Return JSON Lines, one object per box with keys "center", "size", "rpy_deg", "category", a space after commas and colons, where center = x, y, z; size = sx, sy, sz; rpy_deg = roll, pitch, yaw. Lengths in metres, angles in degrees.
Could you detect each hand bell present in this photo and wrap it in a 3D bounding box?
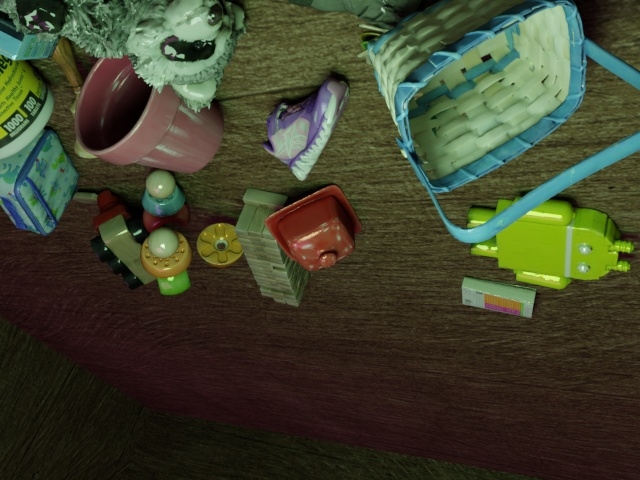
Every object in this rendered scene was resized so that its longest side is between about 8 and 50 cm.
{"center": [-0.419, -0.273, 1.275], "size": [0.126, 0.126, 0.242], "rpy_deg": [6, 138, 25], "category": "hand bell"}

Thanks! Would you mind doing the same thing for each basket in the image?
{"center": [0.203, -0.155, 0.828], "size": [0.255, 0.289, 0.201], "rpy_deg": [-29, 135, 3], "category": "basket"}

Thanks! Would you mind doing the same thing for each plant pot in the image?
{"center": [-0.262, -0.199, 1.202], "size": [0.201, 0.201, 0.180], "rpy_deg": [-4, 160, 38], "category": "plant pot"}

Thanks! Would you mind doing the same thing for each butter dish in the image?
{"center": [0.000, 0.000, 1.406], "size": [0.160, 0.118, 0.160], "rpy_deg": [-26, 140, 7], "category": "butter dish"}

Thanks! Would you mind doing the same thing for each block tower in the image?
{"center": [-0.098, 0.025, 1.592], "size": [0.091, 0.097, 0.335], "rpy_deg": [11, 150, 15], "category": "block tower"}

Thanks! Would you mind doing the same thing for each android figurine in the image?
{"center": [0.390, 0.005, 1.278], "size": [0.273, 0.056, 0.248], "rpy_deg": [11, 151, 21], "category": "android figurine"}

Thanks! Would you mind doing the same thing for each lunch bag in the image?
{"center": [-0.597, -0.121, 1.560], "size": [0.090, 0.176, 0.219], "rpy_deg": [16, 152, 7], "category": "lunch bag"}

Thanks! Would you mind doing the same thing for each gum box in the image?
{"center": [-0.450, -0.297, 0.999], "size": [0.157, 0.041, 0.184], "rpy_deg": [26, -169, -12], "category": "gum box"}

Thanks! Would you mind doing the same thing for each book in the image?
{"center": [0.365, 0.120, 1.531], "size": [0.144, 0.035, 0.096], "rpy_deg": [11, 155, 17], "category": "book"}

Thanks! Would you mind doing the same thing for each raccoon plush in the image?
{"center": [-0.300, -0.351, 1.030], "size": [0.446, 0.216, 0.299], "rpy_deg": [37, -175, 41], "category": "raccoon plush"}

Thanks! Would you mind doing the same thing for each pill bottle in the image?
{"center": [-0.620, -0.300, 1.234], "size": [0.188, 0.188, 0.334], "rpy_deg": [3, 149, 29], "category": "pill bottle"}

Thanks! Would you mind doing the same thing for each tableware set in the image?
{"center": [0.101, -0.240, 0.990], "size": [0.104, 0.024, 0.154], "rpy_deg": [14, 176, 8], "category": "tableware set"}

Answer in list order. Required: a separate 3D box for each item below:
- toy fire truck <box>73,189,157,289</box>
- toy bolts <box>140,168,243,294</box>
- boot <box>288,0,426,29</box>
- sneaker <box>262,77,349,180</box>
{"center": [-0.469, -0.030, 1.718], "size": [0.158, 0.246, 0.217], "rpy_deg": [-27, 147, 0], "category": "toy fire truck"}
{"center": [-0.276, -0.040, 1.511], "size": [0.218, 0.228, 0.158], "rpy_deg": [-19, 152, -15], "category": "toy bolts"}
{"center": [0.062, -0.337, 0.857], "size": [0.161, 0.083, 0.246], "rpy_deg": [15, 159, -6], "category": "boot"}
{"center": [-0.032, -0.183, 1.176], "size": [0.105, 0.095, 0.236], "rpy_deg": [31, 153, -4], "category": "sneaker"}
